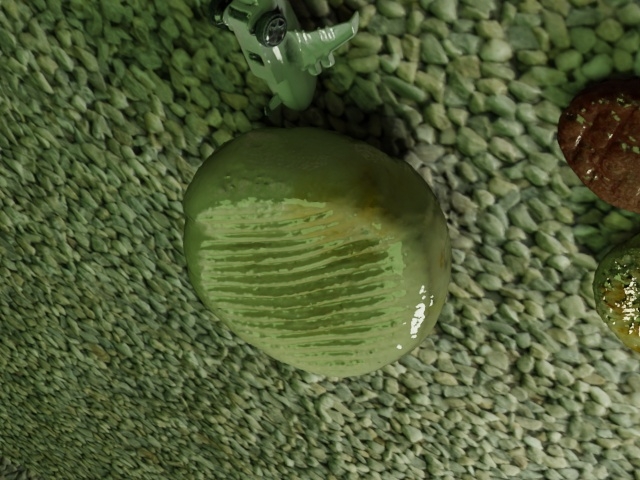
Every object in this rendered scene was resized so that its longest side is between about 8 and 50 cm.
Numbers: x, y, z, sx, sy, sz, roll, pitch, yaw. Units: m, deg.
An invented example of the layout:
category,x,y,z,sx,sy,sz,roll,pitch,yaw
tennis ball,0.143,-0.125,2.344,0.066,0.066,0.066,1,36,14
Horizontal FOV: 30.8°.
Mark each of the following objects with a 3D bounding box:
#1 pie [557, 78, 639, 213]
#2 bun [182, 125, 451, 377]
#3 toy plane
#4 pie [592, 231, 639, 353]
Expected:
category,x,y,z,sx,sy,sz,roll,pitch,yaw
pie,0.339,-0.097,1.236,0.182,0.049,0.182,25,146,18
bun,0.000,0.000,1.509,0.365,0.219,0.365,10,133,11
toy plane,-0.058,-0.241,1.353,0.251,0.101,0.255,27,149,33
pie,0.454,0.078,1.357,0.274,0.055,0.274,18,144,14
